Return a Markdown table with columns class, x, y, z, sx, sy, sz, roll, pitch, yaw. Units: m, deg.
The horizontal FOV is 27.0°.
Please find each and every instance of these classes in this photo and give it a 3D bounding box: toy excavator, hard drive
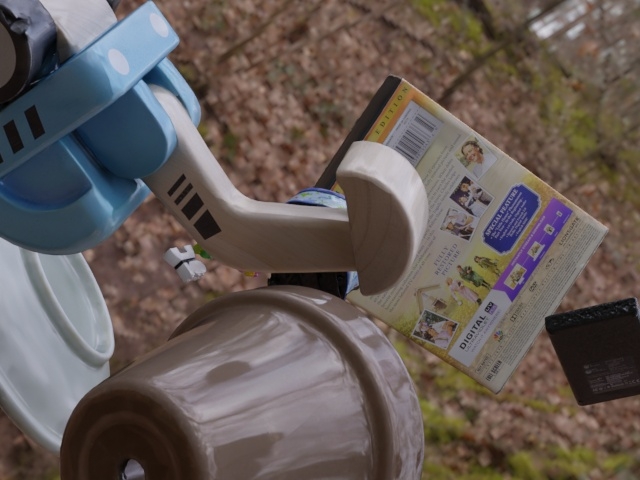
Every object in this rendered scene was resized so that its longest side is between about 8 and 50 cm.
| class | x | y | z | sx | sy | sz | roll | pitch | yaw |
| --- | --- | --- | --- | --- | --- | --- | --- | --- | --- |
| toy excavator | -0.173 | -0.083 | 1.286 | 0.445 | 0.433 | 0.222 | 54 | 26 | -15 |
| hard drive | 0.295 | 0.117 | 1.378 | 0.022 | 0.094 | 0.135 | -87 | 157 | -43 |

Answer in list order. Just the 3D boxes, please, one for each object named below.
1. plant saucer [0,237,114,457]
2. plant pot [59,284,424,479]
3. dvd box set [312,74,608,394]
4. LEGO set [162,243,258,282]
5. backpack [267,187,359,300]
| class | x | y | z | sx | sy | sz | roll | pitch | yaw |
| --- | --- | --- | --- | --- | --- | --- | --- | --- | --- |
| plant saucer | -0.356 | 0.077 | 1.701 | 0.400 | 0.100 | 0.400 | -25 | 90 | -85 |
| plant pot | -0.080 | 0.174 | 1.086 | 0.263 | 0.263 | 0.229 | 56 | 28 | 16 |
| dvd box set | 0.181 | -0.001 | 1.946 | 0.420 | 0.308 | 0.062 | 32 | 2 | -23 |
| LEGO set | -0.131 | 0.025 | 2.061 | 0.093 | 0.087 | 0.227 | 54 | 25 | 12 |
| backpack | 0.000 | 0.000 | 1.494 | 0.105 | 0.084 | 0.114 | 12 | -64 | 22 |
